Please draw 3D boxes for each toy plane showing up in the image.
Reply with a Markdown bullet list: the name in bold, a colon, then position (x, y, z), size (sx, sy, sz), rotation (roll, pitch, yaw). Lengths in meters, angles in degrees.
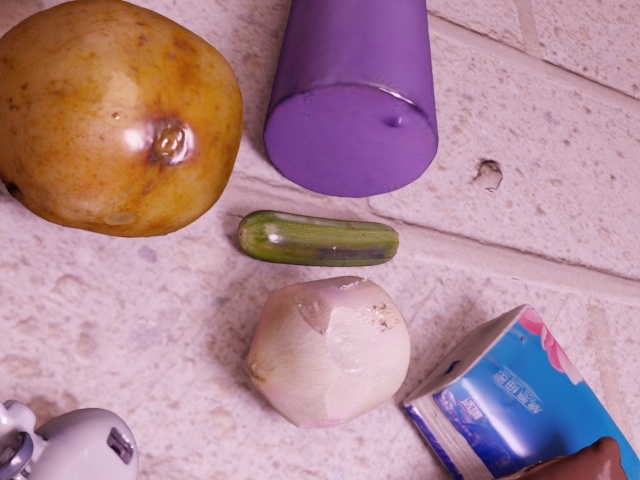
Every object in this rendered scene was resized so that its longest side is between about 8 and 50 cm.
- **toy plane**: position (-0.249, 0.249, 0.693), size (0.267, 0.122, 0.267), rotation (13, 72, -46)

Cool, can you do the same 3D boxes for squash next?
- **squash**: position (0.000, 0.000, 1.034), size (0.229, 0.066, 0.066), rotation (4, 65, -34)

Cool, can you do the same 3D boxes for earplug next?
- **earplug**: position (0.048, -0.295, 1.139), size (0.215, 0.215, 0.456), rotation (22, 52, -25)

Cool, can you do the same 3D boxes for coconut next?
- **coconut**: position (0.003, 0.119, 0.908), size (0.183, 0.171, 0.171), rotation (-9, 72, -46)

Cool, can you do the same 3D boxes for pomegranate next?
- **pomegranate**: position (-0.204, -0.122, 0.842), size (0.260, 0.260, 0.260), rotation (16, 59, -28)

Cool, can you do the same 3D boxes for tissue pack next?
- **tissue pack**: position (0.260, 0.244, 1.044), size (0.209, 0.137, 0.270), rotation (-33, 89, -39)

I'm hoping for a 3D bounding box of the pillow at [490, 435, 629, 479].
- **pillow**: position (0.227, 0.402, 0.885), size (0.307, 0.108, 0.305), rotation (-21, 76, 3)
